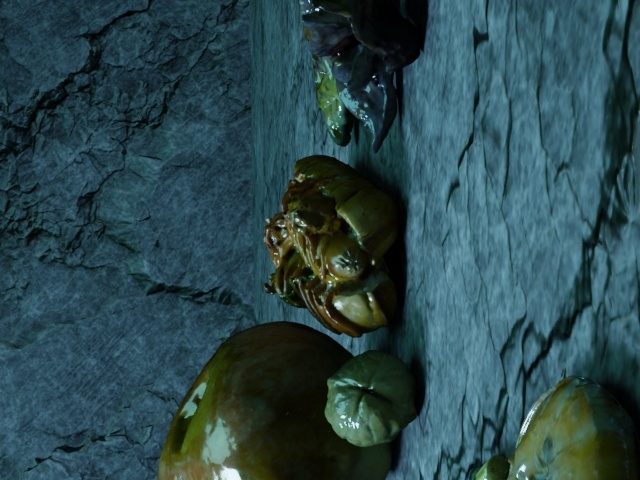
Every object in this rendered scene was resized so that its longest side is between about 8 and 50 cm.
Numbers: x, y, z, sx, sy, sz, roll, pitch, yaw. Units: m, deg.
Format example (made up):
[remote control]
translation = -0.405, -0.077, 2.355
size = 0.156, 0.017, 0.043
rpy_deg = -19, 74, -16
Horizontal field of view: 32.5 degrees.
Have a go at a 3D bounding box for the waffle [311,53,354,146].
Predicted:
[waffle]
translation = 0.015, -0.237, 1.260
size = 0.223, 0.054, 0.204
rpy_deg = -97, 10, -48

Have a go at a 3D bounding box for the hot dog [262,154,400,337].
[hot dog]
translation = 0.000, 0.000, 1.133
size = 0.349, 0.117, 0.158
rpy_deg = -125, 35, -77

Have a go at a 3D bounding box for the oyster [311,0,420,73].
[oyster]
translation = 0.018, -0.318, 0.960
size = 0.221, 0.096, 0.361
rpy_deg = 48, -148, -44

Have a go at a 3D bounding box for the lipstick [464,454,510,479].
[lipstick]
translation = 0.098, 0.171, 0.709
size = 0.116, 0.037, 0.037
rpy_deg = 107, 162, -53

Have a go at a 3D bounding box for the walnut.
[walnut]
translation = 0.044, 0.136, 0.943
size = 0.092, 0.092, 0.092
rpy_deg = 180, 90, -83

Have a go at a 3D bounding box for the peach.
[peach]
translation = -0.052, 0.202, 1.063
size = 0.214, 0.235, 0.214
rpy_deg = 47, -172, -8

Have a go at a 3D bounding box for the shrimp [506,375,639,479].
[shrimp]
translation = 0.117, 0.148, 0.537
size = 0.132, 0.052, 0.187
rpy_deg = -80, 3, -56

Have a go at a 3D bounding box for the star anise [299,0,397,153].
[star anise]
translation = 0.025, -0.190, 1.027
size = 0.180, 0.061, 0.204
rpy_deg = 48, -155, -46
